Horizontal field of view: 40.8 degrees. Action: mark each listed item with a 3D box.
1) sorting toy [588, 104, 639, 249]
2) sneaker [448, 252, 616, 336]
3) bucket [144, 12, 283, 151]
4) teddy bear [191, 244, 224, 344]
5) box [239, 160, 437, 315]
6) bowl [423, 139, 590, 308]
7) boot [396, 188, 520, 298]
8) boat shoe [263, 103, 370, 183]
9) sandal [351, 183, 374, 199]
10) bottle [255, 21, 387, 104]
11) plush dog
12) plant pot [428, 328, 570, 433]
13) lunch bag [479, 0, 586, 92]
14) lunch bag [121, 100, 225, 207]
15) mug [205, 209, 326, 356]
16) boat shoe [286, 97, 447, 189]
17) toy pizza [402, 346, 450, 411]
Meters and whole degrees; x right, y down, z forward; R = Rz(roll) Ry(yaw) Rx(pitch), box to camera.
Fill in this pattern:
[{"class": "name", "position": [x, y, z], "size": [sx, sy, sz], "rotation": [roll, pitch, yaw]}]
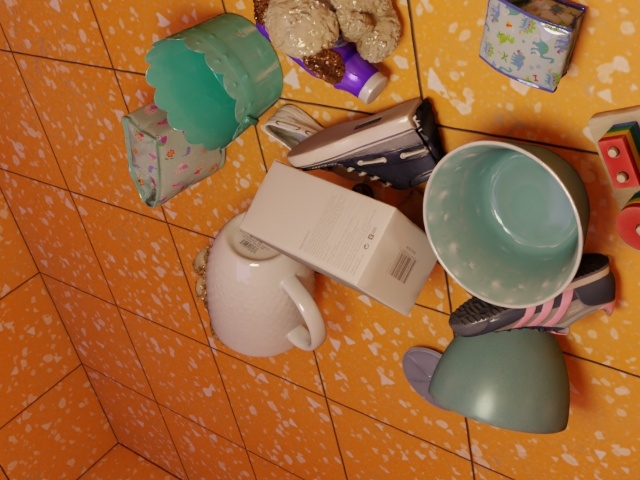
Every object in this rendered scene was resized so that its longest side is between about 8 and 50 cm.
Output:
[{"class": "sorting toy", "position": [0.574, -0.091, 1.381], "size": [0.257, 0.089, 0.256], "rotation": [-5, 119, 48]}, {"class": "sneaker", "position": [0.405, 0.139, 1.617], "size": [0.318, 0.112, 0.131], "rotation": [-20, 111, 6]}, {"class": "bucket", "position": [-0.230, -0.356, 1.909], "size": [0.281, 0.183, 0.281], "rotation": [28, 140, 27]}, {"class": "teddy bear", "position": [-0.272, 0.158, 2.416], "size": [0.113, 0.245, 0.338], "rotation": [-14, 124, 4]}, {"class": "box", "position": [0.040, -0.008, 1.776], "size": [0.345, 0.168, 0.215], "rotation": [24, 175, 39]}, {"class": "bowl", "position": [0.358, -0.049, 1.556], "size": [0.311, 0.163, 0.312], "rotation": [19, 121, 35]}, {"class": "boot", "position": [0.278, -0.007, 1.775], "size": [0.269, 0.089, 0.236], "rotation": [44, 144, 10]}, {"class": "boat shoe", "position": [-0.008, -0.195, 1.894], "size": [0.277, 0.096, 0.098], "rotation": [33, 141, 21]}, {"class": "sandal", "position": [0.100, -0.061, 1.946], "size": [0.072, 0.049, 0.180], "rotation": [20, 135, 21]}, {"class": "bottle", "position": [0.006, -0.379, 1.692], "size": [0.283, 0.118, 0.092], "rotation": [42, 143, 12]}, {"class": "plush dog", "position": [0.005, -0.412, 1.531], "size": [0.262, 0.225, 0.210], "rotation": [44, 166, 6]}, {"class": "plant pot", "position": [0.386, 0.252, 1.781], "size": [0.290, 0.290, 0.196], "rotation": [17, 99, 37]}, {"class": "lunch bag", "position": [0.338, -0.332, 1.404], "size": [0.151, 0.096, 0.129], "rotation": [22, 138, 18]}, {"class": "lunch bag", "position": [-0.359, -0.223, 2.133], "size": [0.160, 0.223, 0.262], "rotation": [36, 145, 27]}, {"class": "mug", "position": [-0.117, 0.118, 2.100], "size": [0.374, 0.276, 0.328], "rotation": [44, 152, 27]}, {"class": "boat shoe", "position": [0.097, -0.163, 1.751], "size": [0.340, 0.127, 0.158], "rotation": [-13, 117, 36]}, {"class": "toy pizza", "position": [0.290, 0.339, 2.127], "size": [0.201, 0.032, 0.201], "rotation": [29, 141, 26]}]
